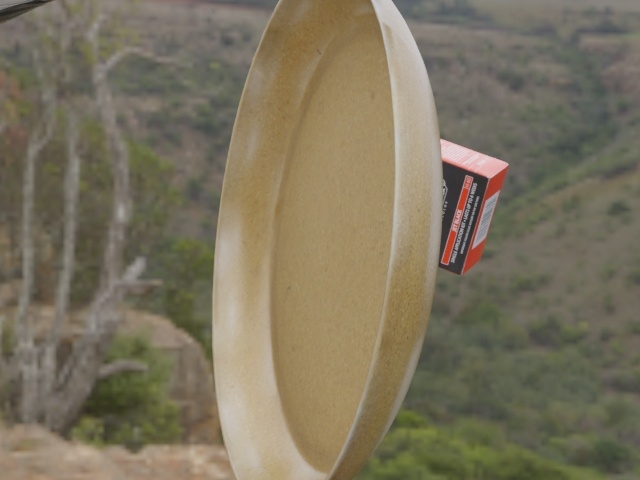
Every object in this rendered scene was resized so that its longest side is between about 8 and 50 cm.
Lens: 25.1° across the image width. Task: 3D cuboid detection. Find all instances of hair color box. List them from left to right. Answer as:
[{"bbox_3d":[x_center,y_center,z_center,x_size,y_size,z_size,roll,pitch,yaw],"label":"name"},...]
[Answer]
[{"bbox_3d":[0.042,-0.038,0.929,0.141,0.072,0.043,21,23,18],"label":"hair color box"}]

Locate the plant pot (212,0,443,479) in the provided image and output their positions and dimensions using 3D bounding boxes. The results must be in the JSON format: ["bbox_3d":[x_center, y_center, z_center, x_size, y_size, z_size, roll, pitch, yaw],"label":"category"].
[{"bbox_3d":[0.000,0.000,0.612,0.032,0.236,0.236,6,6,-20],"label":"plant pot"}]

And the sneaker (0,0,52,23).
[{"bbox_3d":[-0.122,-0.247,0.920,0.366,0.137,0.210,-30,8,-22],"label":"sneaker"}]
